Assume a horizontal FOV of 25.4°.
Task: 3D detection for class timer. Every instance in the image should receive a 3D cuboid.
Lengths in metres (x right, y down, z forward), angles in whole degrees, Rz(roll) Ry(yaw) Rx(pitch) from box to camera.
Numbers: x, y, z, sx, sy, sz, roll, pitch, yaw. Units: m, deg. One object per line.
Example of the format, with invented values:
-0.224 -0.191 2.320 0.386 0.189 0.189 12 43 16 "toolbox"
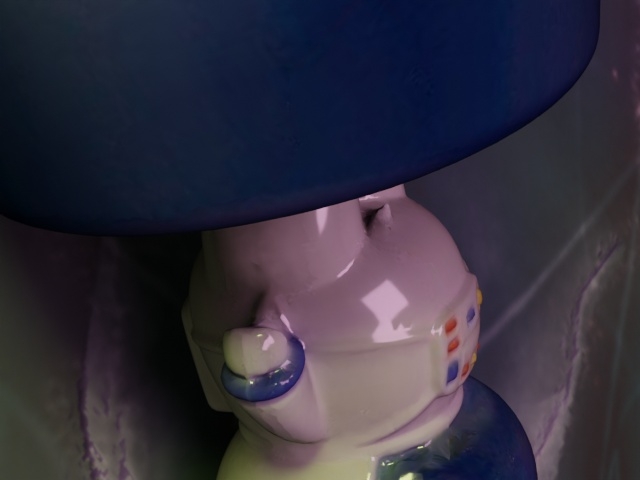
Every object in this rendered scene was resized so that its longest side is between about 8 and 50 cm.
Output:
0.000 0.000 0.561 0.270 0.270 0.384 -34 120 -39 "timer"
